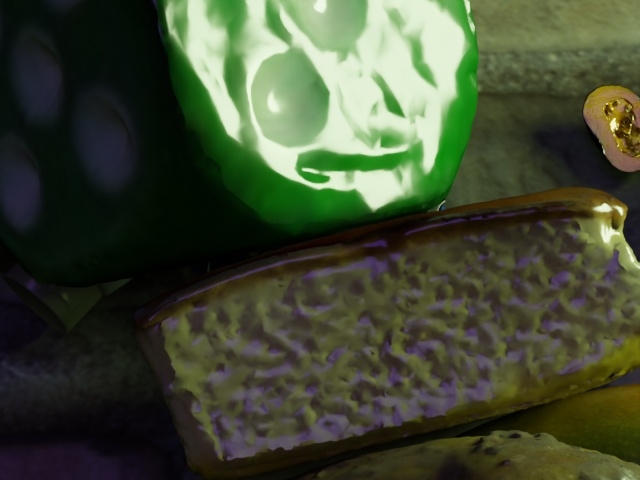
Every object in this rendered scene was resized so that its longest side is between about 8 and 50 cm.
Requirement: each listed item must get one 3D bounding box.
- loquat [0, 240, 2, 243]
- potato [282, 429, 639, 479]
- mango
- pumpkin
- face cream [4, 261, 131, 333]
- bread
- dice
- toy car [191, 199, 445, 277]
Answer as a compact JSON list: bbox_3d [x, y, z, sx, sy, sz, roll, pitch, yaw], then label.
[{"bbox_3d":[-0.318,-0.121,1.387,0.276,0.276,0.284,35,59,23],"label":"loquat"},{"bbox_3d":[0.088,0.202,1.016,0.266,0.229,0.229,-31,57,19],"label":"potato"},{"bbox_3d":[0.192,0.173,1.223,0.289,0.129,0.146,-5,38,9],"label":"mango"},{"bbox_3d":[0.252,-0.090,1.437,0.050,0.028,0.083,-19,68,-4],"label":"pumpkin"},{"bbox_3d":[-0.158,-0.026,1.407,0.224,0.114,0.070,-48,32,-17],"label":"face cream"},{"bbox_3d":[0.044,0.069,1.186,0.324,0.333,0.143,-15,84,-5],"label":"bread"},{"bbox_3d":[-0.081,-0.134,1.216,0.297,0.287,0.300,-12,88,-41],"label":"dice"},{"bbox_3d":[0.000,0.000,1.388,0.216,0.063,0.103,-25,57,4],"label":"toy car"}]
